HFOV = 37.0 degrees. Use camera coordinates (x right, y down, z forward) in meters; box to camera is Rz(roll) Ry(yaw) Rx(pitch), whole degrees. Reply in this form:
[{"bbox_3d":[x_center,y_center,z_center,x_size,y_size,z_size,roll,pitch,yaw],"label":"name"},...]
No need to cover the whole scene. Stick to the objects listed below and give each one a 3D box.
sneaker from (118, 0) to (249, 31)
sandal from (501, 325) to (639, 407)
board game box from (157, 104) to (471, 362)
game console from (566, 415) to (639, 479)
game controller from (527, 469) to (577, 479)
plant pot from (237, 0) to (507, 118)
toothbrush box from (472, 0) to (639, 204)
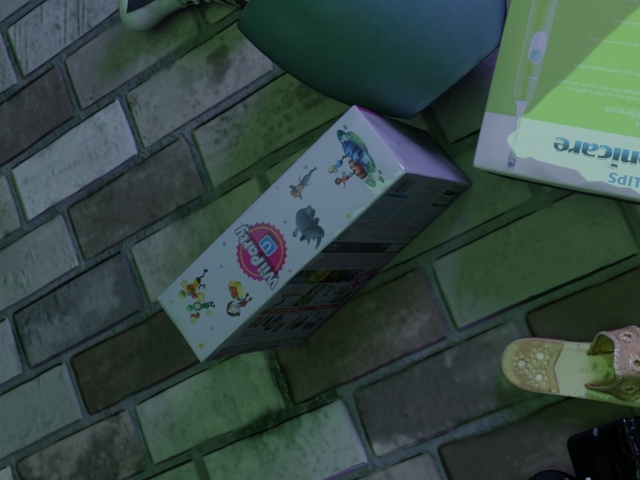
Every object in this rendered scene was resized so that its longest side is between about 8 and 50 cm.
[{"bbox_3d":[-0.148,-0.324,1.217,0.235,0.094,0.153,-39,63,10],"label":"sneaker"},{"bbox_3d":[0.298,0.132,0.981,0.240,0.079,0.088,-4,86,27],"label":"sandal"},{"bbox_3d":[0.000,0.000,1.058,0.303,0.224,0.097,-44,71,18],"label":"board game box"},{"bbox_3d":[0.326,0.244,0.968,0.107,0.071,0.122,-31,61,35],"label":"game console"},{"bbox_3d":[0.316,0.386,0.983,0.319,0.067,0.166,37,119,24],"label":"game controller"},{"bbox_3d":[0.084,-0.246,1.018,0.290,0.290,0.195,-38,95,21],"label":"plant pot"},{"bbox_3d":[0.296,-0.186,0.970,0.206,0.122,0.283,14,93,27],"label":"toothbrush box"}]
